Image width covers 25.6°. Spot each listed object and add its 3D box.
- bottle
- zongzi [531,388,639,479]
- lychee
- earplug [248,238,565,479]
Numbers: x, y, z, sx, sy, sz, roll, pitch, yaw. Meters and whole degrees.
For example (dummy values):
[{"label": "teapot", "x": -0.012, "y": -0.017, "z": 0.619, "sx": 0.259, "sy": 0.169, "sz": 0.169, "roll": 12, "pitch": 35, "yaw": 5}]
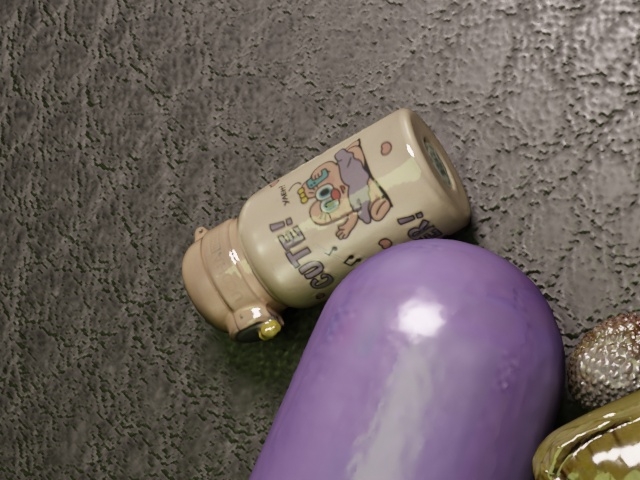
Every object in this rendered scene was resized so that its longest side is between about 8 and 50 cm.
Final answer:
[{"label": "bottle", "x": 0.000, "y": 0.000, "z": 1.021, "sx": 0.209, "sy": 0.097, "sz": 0.110, "roll": -30, "pitch": 61, "yaw": 17}, {"label": "zongzi", "x": 0.296, "y": 0.205, "z": 0.833, "sx": 0.273, "sy": 0.145, "sz": 0.300, "roll": -24, "pitch": 80, "yaw": 0}, {"label": "lychee", "x": 0.204, "y": 0.085, "z": 0.947, "sx": 0.083, "sy": 0.068, "sz": 0.067, "roll": -24, "pitch": 34, "yaw": 20}, {"label": "earplug", "x": 0.028, "y": 0.218, "z": 0.927, "sx": 0.215, "sy": 0.215, "sz": 0.456, "roll": 19, "pitch": 87, "yaw": 23}]
